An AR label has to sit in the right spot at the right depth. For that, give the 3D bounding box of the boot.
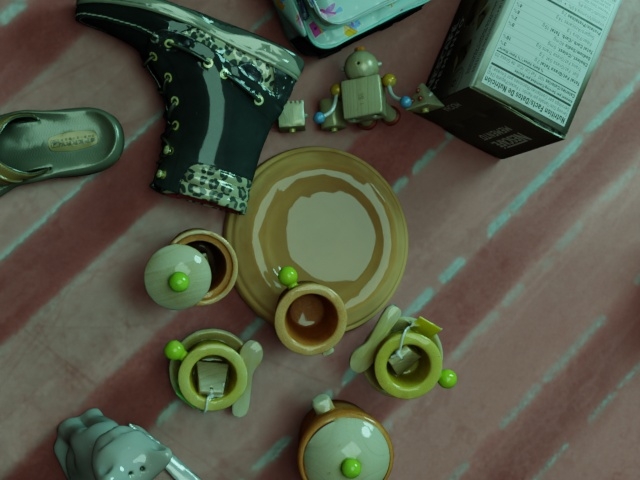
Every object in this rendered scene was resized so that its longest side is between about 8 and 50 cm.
[{"bbox_3d":[-0.150,-0.139,1.579,0.236,0.085,0.178,18,86,-10],"label":"boot"}]

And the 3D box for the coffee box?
[{"bbox_3d":[0.228,-0.249,1.657,0.119,0.168,0.297,26,80,-14],"label":"coffee box"}]

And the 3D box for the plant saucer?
[{"bbox_3d":[0.000,0.000,1.637,0.200,0.037,0.199,1,86,-16],"label":"plant saucer"}]

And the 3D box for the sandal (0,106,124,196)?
[{"bbox_3d":[-0.297,-0.082,1.538,0.219,0.060,0.090,-10,88,-11],"label":"sandal"}]

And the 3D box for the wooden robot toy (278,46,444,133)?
[{"bbox_3d":[0.038,-0.158,1.635,0.173,0.076,0.079,-9,80,16],"label":"wooden robot toy"}]

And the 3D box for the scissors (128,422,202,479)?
[{"bbox_3d":[-0.087,0.297,1.595,0.297,0.021,0.109,31,79,-14],"label":"scissors"}]

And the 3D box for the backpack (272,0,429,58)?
[{"bbox_3d":[0.016,-0.300,1.612,0.166,0.144,0.188,-27,91,-12],"label":"backpack"}]

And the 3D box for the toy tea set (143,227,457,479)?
[{"bbox_3d":[-0.033,0.122,1.550,0.336,0.124,0.200,27,96,-12],"label":"toy tea set"}]

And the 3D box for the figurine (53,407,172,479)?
[{"bbox_3d":[-0.245,0.228,1.454,0.215,0.209,0.092,-24,93,-17],"label":"figurine"}]
